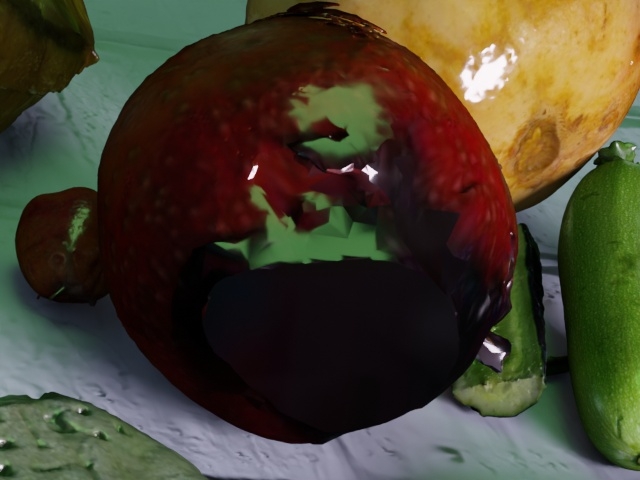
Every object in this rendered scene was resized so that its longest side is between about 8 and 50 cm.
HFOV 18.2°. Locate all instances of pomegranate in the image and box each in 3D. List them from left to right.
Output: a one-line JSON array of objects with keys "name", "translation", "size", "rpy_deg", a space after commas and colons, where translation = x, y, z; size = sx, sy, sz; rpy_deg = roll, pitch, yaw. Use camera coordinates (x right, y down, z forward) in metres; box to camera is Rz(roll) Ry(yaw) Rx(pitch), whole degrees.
[{"name": "pomegranate", "translation": [0.098, -0.177, 1.676], "size": [0.338, 0.338, 0.338], "rpy_deg": [15, 27, -8]}]

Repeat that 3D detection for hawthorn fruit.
[{"name": "hawthorn fruit", "translation": [-0.177, 0.011, 1.417], "size": [0.081, 0.081, 0.093], "rpy_deg": [7, 45, -22]}, {"name": "hawthorn fruit", "translation": [-0.013, -0.008, 1.330], "size": [0.316, 0.316, 0.316], "rpy_deg": [15, 27, -8]}]

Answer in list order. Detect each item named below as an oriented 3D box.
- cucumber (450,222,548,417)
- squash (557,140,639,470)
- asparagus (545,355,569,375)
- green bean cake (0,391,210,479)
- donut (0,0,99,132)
[{"name": "cucumber", "translation": [0.138, 0.069, 1.531], "size": [0.078, 0.062, 0.211], "rpy_deg": [-14, 32, 10]}, {"name": "squash", "translation": [0.236, 0.038, 1.559], "size": [0.101, 0.101, 0.378], "rpy_deg": [16, 38, -6]}, {"name": "asparagus", "translation": [0.205, 0.093, 1.567], "size": [0.015, 0.018, 0.127], "rpy_deg": [-12, -2, 44]}, {"name": "green bean cake", "translation": [-0.152, 0.183, 1.062], "size": [0.227, 0.125, 0.222], "rpy_deg": [-3, 35, -45]}, {"name": "donut", "translation": [-0.297, -0.231, 1.550], "size": [0.330, 0.160, 0.330], "rpy_deg": [55, 20, -31]}]
